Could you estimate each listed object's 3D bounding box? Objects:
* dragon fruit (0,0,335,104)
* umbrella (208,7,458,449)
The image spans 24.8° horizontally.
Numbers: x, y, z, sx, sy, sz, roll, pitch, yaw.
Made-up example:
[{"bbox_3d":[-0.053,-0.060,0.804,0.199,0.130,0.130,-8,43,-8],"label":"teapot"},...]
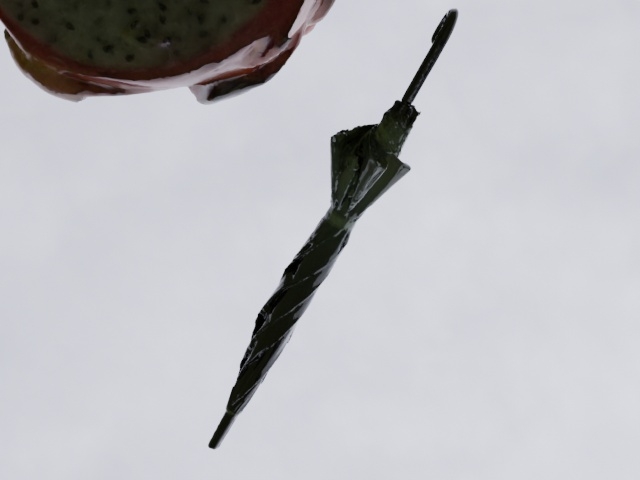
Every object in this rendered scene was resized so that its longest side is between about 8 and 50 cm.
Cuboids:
[{"bbox_3d":[-0.098,-0.238,1.007,0.290,0.189,0.291,1,-80,8],"label":"dragon fruit"},{"bbox_3d":[0.000,0.001,0.735,0.044,0.044,0.269,27,-74,-7],"label":"umbrella"}]
